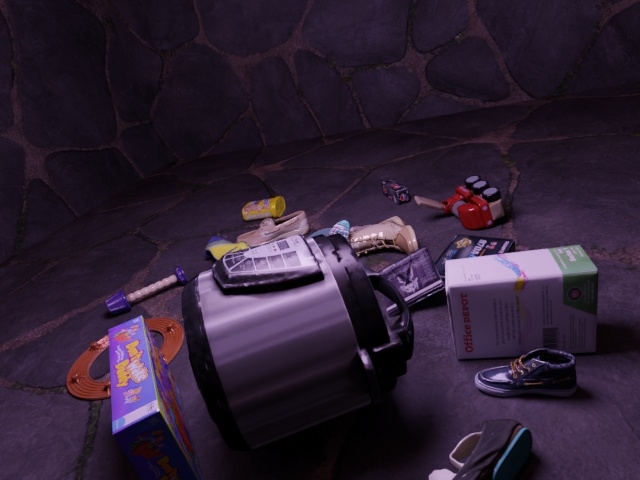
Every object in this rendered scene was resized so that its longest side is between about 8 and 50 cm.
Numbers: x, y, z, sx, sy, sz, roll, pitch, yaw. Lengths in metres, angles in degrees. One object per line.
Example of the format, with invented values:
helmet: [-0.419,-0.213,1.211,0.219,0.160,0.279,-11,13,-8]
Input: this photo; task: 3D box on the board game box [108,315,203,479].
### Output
board game box: [-0.340,0.338,0.892,0.078,0.233,0.347,-24,27,-18]

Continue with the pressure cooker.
pressure cooker: [-0.030,0.181,0.904,0.421,0.375,0.369,-18,69,-7]

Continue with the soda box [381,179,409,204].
soda box: [0.317,-0.207,1.861,0.053,0.060,0.169,-17,25,-8]

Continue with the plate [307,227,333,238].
plate: [0.000,0.000,1.606,0.188,0.024,0.188,-22,25,11]

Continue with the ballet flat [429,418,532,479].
ballet flat: [0.235,0.379,0.682,0.096,0.095,0.280,-2,16,46]

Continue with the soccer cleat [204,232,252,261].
soccer cleat: [-0.335,0.057,1.669,0.289,0.093,0.121,16,69,40]

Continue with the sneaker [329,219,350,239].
sneaker: [0.060,0.003,1.468,0.065,0.166,0.076,26,23,12]

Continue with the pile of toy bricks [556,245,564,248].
pile of toy bricks: [0.534,0.086,1.123,0.212,0.118,0.105,-23,-14,7]

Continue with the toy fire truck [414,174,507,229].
toy fire truck: [0.477,-0.120,1.520,0.246,0.158,0.217,-25,25,5]

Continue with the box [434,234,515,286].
box: [0.435,0.061,1.256,0.175,0.051,0.220,7,33,39]

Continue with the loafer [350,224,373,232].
loafer: [0.144,-0.028,1.608,0.125,0.045,0.039,-13,32,-4]

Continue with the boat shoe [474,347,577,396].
boat shoe: [0.394,0.251,0.851,0.183,0.083,0.065,-5,27,19]

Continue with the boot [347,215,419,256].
boot: [0.200,0.005,1.447,0.204,0.095,0.262,-16,24,-4]

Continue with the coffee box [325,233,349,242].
coffee box: [-0.018,0.101,1.315,0.246,0.141,0.098,-31,29,-33]

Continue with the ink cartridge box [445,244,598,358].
ink cartridge box: [0.418,0.136,0.937,0.278,0.201,0.117,-8,25,16]

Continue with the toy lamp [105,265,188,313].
toy lamp: [-0.614,0.176,1.551,0.275,0.080,0.080,-27,28,-24]

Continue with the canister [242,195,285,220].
canister: [-0.263,-0.146,2.031,0.170,0.073,0.126,-8,26,18]

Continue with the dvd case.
dvd case: [0.249,0.109,1.237,0.165,0.018,0.221,-31,21,14]

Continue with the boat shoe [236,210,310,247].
boat shoe: [-0.198,-0.047,1.760,0.302,0.098,0.109,-14,25,1]

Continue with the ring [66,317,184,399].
ring: [-0.566,0.324,1.276,0.337,0.032,0.336,-13,25,6]
